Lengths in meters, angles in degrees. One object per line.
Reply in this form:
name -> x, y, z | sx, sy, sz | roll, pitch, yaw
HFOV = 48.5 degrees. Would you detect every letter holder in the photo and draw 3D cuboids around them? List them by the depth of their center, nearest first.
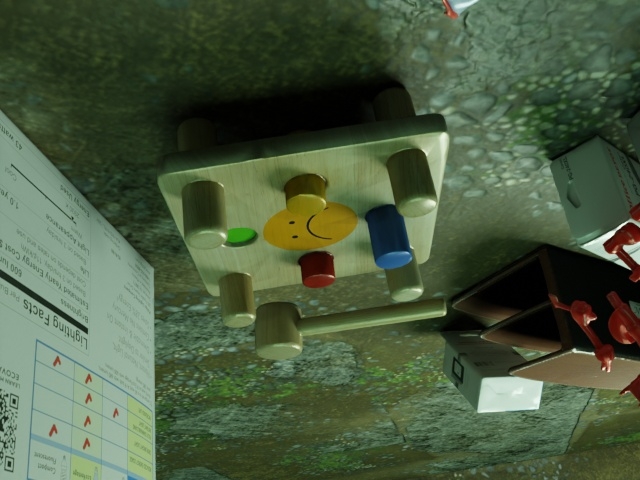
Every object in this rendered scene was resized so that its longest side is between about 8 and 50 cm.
letter holder -> 0.375, 0.144, 1.081 | 0.302, 0.151, 0.214 | 13, 147, -33

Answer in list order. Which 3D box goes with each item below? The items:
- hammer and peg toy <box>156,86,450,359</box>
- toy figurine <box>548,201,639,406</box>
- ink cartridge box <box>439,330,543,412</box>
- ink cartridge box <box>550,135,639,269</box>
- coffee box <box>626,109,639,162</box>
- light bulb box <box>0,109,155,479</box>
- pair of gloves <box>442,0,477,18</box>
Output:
hammer and peg toy -> 0.000, 0.000, 0.753 | 0.266, 0.127, 0.361 | -9, 151, -1
toy figurine -> 0.426, -0.002, 0.687 | 0.217, 0.191, 0.362 | -27, 156, -33
ink cartridge box -> 0.267, 0.207, 1.147 | 0.104, 0.060, 0.180 | 0, -165, -12
ink cartridge box -> 0.331, -0.035, 0.783 | 0.151, 0.109, 0.063 | 19, 141, -39
coffee box -> 0.453, -0.110, 0.687 | 0.247, 0.098, 0.141 | 2, 150, -16
light bulb box -> -0.324, 0.130, 0.667 | 0.226, 0.360, 0.358 | -12, 151, 7
pair of gloves -> 0.126, -0.229, 0.474 | 0.159, 0.023, 0.198 | -23, 149, 25
